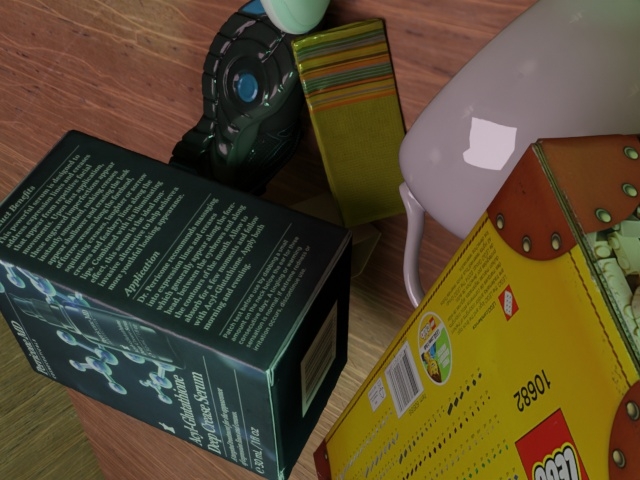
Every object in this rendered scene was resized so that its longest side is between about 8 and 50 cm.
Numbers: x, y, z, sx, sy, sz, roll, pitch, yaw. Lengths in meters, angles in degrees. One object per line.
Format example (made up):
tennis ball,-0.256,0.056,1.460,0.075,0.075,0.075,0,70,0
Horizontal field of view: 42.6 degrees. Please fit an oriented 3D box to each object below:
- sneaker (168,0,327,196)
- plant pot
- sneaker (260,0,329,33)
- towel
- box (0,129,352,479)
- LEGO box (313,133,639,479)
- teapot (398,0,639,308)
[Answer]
sneaker,-0.078,-0.171,1.033,0.125,0.140,0.341,54,131,20
plant pot,0.000,0.000,1.100,0.096,0.109,0.109,56,151,22
sneaker,0.019,-0.280,0.772,0.151,0.094,0.256,44,144,26
towel,0.045,-0.127,0.934,0.021,0.102,0.237,-93,-12,-61
box,-0.180,0.083,1.023,0.396,0.212,0.293,20,145,16
LEGO box,0.241,0.140,0.609,0.500,0.373,0.193,113,147,-55
teapot,0.195,-0.065,0.640,0.187,0.252,0.256,51,150,8
